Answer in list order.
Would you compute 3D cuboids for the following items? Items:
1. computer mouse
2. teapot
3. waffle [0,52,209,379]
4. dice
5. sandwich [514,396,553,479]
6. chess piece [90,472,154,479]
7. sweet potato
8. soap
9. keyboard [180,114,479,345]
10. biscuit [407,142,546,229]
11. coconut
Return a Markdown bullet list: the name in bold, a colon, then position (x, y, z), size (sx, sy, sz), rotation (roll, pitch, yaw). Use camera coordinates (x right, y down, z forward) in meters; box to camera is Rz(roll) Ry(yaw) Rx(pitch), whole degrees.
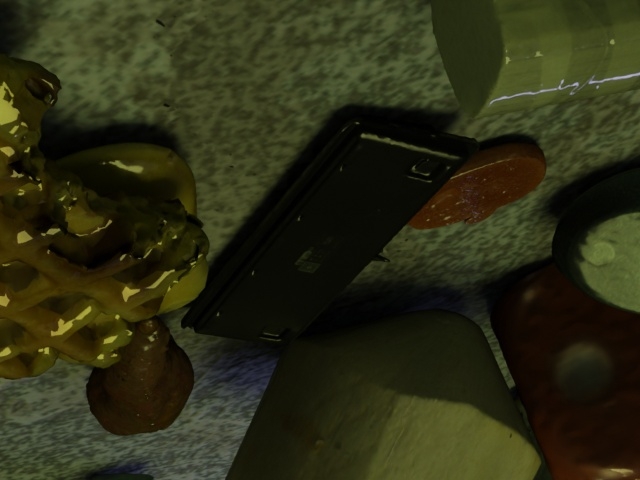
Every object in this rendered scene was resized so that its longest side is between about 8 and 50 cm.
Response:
- **computer mouse**: position (0.265, 0.001, 0.859), size (0.228, 0.068, 0.113), rotation (8, 126, 1)
- **teapot**: position (0.156, -0.105, 0.616), size (0.200, 0.077, 0.107), rotation (-11, 157, -13)
- **waffle**: position (-0.186, 0.000, 0.598), size (0.291, 0.051, 0.291), rotation (-6, 149, -4)
- **dice**: position (0.236, 0.105, 0.971), size (0.179, 0.175, 0.174), rotation (-20, 154, 7)
- **sandwich**: position (0.258, 0.216, 1.118), size (0.087, 0.251, 0.226), rotation (5, 147, -36)
- **chess piece**: position (-0.171, 0.326, 1.159), size (0.175, 0.176, 0.298), rotation (-12, 153, -12)
- **sweet potato**: position (-0.106, 0.083, 0.807), size (0.068, 0.068, 0.226), rotation (-8, 167, -18)
- **soap**: position (-0.107, -0.003, 0.702), size (0.089, 0.033, 0.168), rotation (-10, 154, -6)
- **keyboard**: position (0.000, 0.000, 0.779), size (0.093, 0.025, 0.230), rotation (9, 145, -28)
- **biscuit**: position (0.091, -0.032, 0.791), size (0.091, 0.015, 0.078), rotation (-18, 156, 2)
- **coconut**: position (0.047, 0.149, 0.923), size (0.202, 0.222, 0.202), rotation (25, 164, 8)
